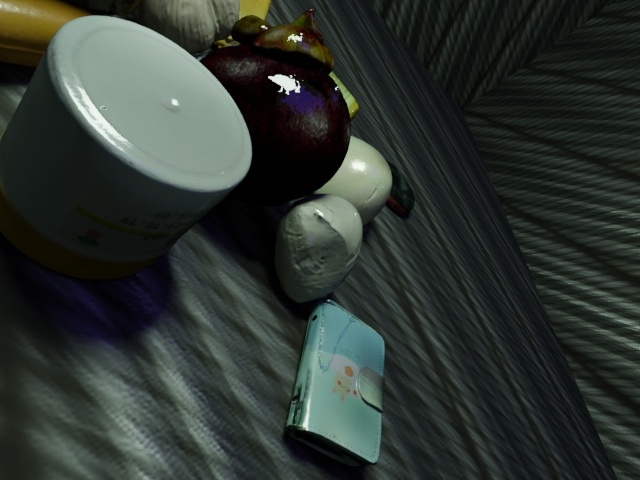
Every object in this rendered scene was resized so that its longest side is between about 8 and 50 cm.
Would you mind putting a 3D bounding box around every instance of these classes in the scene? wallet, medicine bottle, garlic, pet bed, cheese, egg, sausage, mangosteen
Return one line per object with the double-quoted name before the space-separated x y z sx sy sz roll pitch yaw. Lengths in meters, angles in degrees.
"wallet" 0.036 0.244 0.731 0.176 0.075 0.250 38 38 -21
"medicine bottle" -0.243 -0.101 0.517 0.238 0.232 0.237 33 41 -33
"garlic" -0.235 -0.471 0.736 0.219 0.212 0.218 3 77 -14
"medicine bottle" 0.009 -0.443 1.243 0.239 0.124 0.124 46 34 -18
"pet bed" 0.246 -0.176 1.381 0.201 0.054 0.201 33 39 -31
"cheese" 0.000 0.000 0.788 0.155 0.197 0.189 12 30 2
"egg" 0.088 -0.178 1.070 0.264 0.174 0.286 34 35 -36
"sausage" -0.426 -0.291 0.560 0.328 0.112 0.112 -21 80 -57
"mangosteen" -0.087 -0.235 0.733 0.307 0.307 0.346 5 101 -51

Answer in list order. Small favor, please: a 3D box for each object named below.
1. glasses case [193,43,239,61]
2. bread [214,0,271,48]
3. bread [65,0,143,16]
"glasses case" -0.223 -0.360 0.875 0.067 0.109 0.282 59 31 -17
"bread" -0.238 -0.598 1.062 0.185 0.114 0.274 32 39 -28
"bread" -0.383 -0.433 0.594 0.274 0.274 0.149 -5 94 -54
